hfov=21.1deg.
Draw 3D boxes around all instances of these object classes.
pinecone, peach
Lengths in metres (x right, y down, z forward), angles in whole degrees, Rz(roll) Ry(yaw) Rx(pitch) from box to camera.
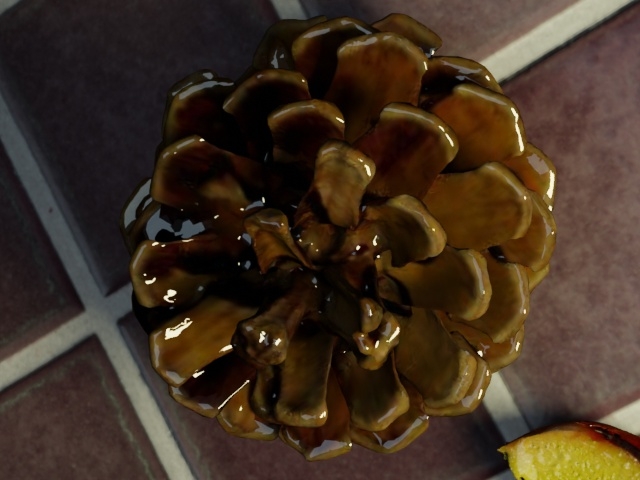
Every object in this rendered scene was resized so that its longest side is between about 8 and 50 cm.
[{"bbox_3d":[0.000,0.000,1.319,0.384,0.384,0.384,2,95,23],"label":"pinecone"},{"bbox_3d":[0.227,0.213,1.381,0.172,0.092,0.127,33,102,30],"label":"peach"}]
